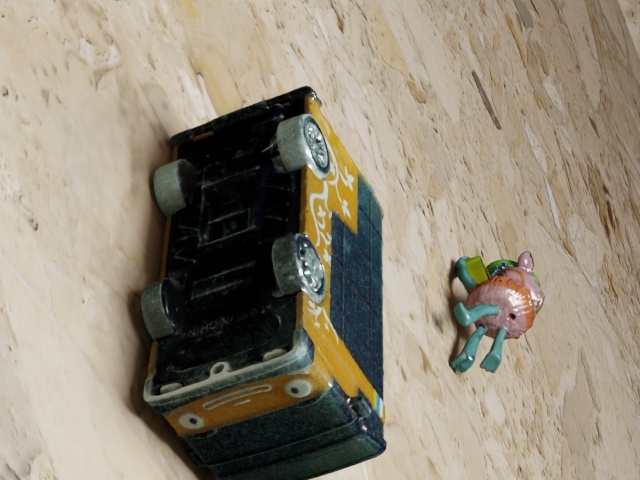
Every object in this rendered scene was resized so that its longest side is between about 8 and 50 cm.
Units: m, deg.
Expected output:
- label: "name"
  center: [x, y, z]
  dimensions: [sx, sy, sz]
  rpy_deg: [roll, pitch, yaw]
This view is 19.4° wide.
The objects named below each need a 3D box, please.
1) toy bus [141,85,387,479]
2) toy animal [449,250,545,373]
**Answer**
- label: "toy bus"
  center: [-0.035, 0.039, 1.382]
  dimensions: [0.167, 0.139, 0.275]
  rpy_deg: [56, 24, -38]
- label: "toy animal"
  center: [0.176, 0.064, 1.957]
  dimensions: [0.103, 0.100, 0.208]
  rpy_deg: [31, 27, 5]
